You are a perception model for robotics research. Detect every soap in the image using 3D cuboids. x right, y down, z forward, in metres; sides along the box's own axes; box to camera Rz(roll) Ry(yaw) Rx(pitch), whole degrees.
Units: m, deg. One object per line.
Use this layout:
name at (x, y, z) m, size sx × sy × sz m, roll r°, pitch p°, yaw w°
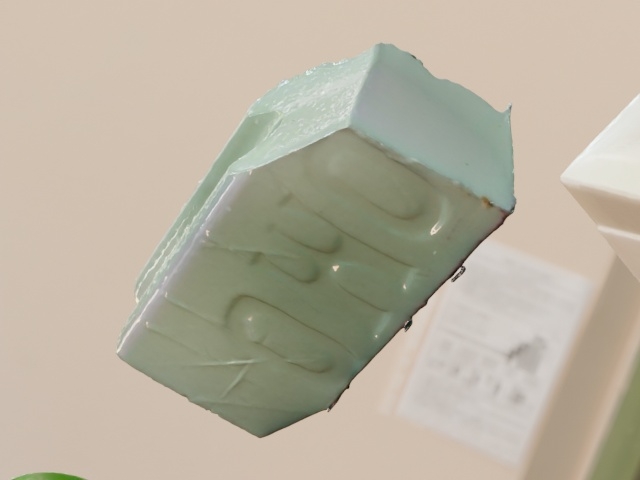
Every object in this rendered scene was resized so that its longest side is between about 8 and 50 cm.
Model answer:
soap at (0.000, 0.000, 1.012) m, size 0.145 × 0.230 × 0.091 m, roll 29°, pitch 32°, yaw -12°

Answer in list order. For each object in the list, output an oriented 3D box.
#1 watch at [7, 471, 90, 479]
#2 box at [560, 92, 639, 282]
watch at (-0.158, 0.229, 1.131) m, size 0.165 × 0.152 × 0.131 m, roll 13°, pitch 19°, yaw 4°
box at (0.254, -0.068, 0.666) m, size 0.116 × 0.274 × 0.203 m, roll 47°, pitch -9°, yaw -20°
